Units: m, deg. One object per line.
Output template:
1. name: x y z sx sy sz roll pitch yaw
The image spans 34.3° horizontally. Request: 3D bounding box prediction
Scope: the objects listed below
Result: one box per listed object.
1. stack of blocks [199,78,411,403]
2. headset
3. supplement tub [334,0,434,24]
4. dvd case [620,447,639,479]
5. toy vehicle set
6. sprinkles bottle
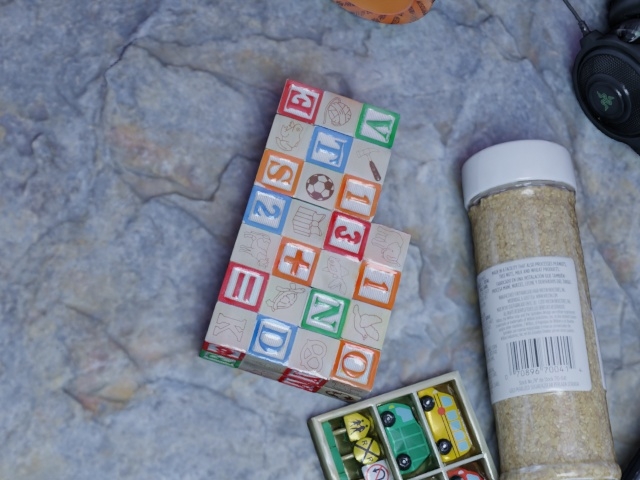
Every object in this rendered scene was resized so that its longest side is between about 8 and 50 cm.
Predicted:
1. stack of blocks: 0.000 0.000 1.081 0.171 0.087 0.297 17 71 -5
2. headset: 0.386 -0.240 1.177 0.394 0.185 0.243 31 69 -12
3. supplement tub: 0.113 -0.415 1.176 0.193 0.193 0.316 26 69 -2
4. dvd case: 0.402 0.301 1.054 0.253 0.022 0.180 41 76 -13
5. toy vehicle set: 0.107 0.282 1.042 0.165 0.035 0.267 -17 77 -15
6. sprinkles bottle: 0.223 0.078 1.073 0.121 0.121 0.356 0 70 -11
